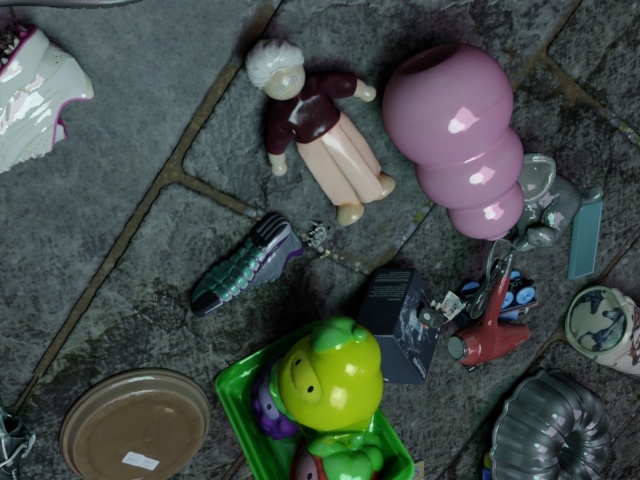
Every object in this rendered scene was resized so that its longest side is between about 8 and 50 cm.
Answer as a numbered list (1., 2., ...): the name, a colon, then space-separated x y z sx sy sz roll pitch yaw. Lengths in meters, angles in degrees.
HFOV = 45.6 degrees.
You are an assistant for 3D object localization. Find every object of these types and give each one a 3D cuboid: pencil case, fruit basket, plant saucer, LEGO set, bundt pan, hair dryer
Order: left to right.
1. plant saucer: -0.331 0.356 1.395 0.277 0.041 0.278 -12 123 -19
2. fruit basket: -0.010 0.293 1.302 0.282 0.392 0.392 -28 126 -7
3. LEGO set: 0.003 -0.001 1.348 0.054 0.023 0.083 -45 126 5
4. hair dryer: 0.327 0.143 1.440 0.223 0.080 0.293 -42 138 5
5. bundt pan: 0.544 0.469 1.744 0.330 0.124 0.331 -7 103 -33
6. plant saucer: 0.560 0.000 1.610 0.067 0.018 0.192 -16 125 -15
7. pencil case: 0.739 0.220 1.731 0.410 0.160 0.184 19 117 -32

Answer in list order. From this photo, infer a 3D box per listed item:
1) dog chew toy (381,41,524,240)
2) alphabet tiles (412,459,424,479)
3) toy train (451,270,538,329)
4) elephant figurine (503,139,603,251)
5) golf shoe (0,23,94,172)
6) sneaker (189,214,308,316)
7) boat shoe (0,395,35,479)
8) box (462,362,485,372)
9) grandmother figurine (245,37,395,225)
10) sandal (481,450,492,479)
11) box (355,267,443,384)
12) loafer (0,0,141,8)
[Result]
1. dog chew toy: 0.232 -0.145 1.235 0.206 0.206 0.332 -30 115 -6
2. alphabet tiles: 0.114 0.639 1.785 0.285 0.011 0.343 -15 123 -17
3. toy train: 0.356 0.129 1.557 0.184 0.080 0.105 -13 131 -17
4. elephant figurine: 0.355 -0.110 1.378 0.186 0.169 0.239 -49 114 -28
5. golf shoe: -0.426 -0.134 1.021 0.140 0.115 0.306 32 103 -38
6. sneaker: -0.117 0.063 1.297 0.223 0.083 0.098 -43 132 3
7. boat shoe: -0.524 0.330 1.249 0.104 0.113 0.307 -22 110 -19
8. box: 0.315 0.229 1.590 0.067 0.083 0.018 -32 126 -5
9. grandmother figurine: -0.001 -0.182 1.197 0.208 0.104 0.342 -45 130 -5
10. sandal: 0.461 0.649 1.865 0.138 0.126 0.317 -52 120 -19
11. box: 0.147 0.159 1.418 0.156 0.093 0.158 56 45 -37
12. loafer: -0.338 -0.353 0.915 0.365 0.134 0.130 -11 123 -19
